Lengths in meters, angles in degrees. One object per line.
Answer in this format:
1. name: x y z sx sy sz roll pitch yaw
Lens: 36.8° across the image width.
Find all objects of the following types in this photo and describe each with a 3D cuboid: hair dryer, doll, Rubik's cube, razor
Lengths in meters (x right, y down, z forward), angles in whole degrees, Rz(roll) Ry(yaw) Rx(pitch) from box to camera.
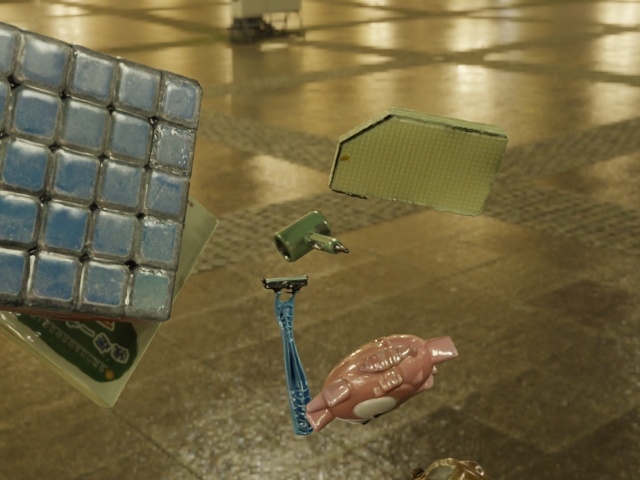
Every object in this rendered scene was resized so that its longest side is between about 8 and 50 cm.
1. hair dryer: 0.000 0.000 1.273 0.071 0.047 0.150 -35 22 -20
2. doll: 0.076 0.179 1.255 0.211 0.093 0.262 -24 -16 -12
3. Rubik's cube: -0.274 -0.052 0.892 0.237 0.236 0.238 14 -10 -37
4. razor: -0.043 0.183 1.536 0.082 0.253 0.042 -5 -9 -27

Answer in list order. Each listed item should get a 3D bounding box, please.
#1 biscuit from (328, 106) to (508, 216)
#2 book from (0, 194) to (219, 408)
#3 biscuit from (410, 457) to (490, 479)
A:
1. biscuit: 0.147 -0.125 1.479 0.252 0.150 0.052 8 31 -6
2. book: -0.324 0.028 1.448 0.043 0.260 0.370 -18 37 47
3. biscuit: 0.216 0.448 1.200 0.115 0.366 0.268 -23 -16 -6
